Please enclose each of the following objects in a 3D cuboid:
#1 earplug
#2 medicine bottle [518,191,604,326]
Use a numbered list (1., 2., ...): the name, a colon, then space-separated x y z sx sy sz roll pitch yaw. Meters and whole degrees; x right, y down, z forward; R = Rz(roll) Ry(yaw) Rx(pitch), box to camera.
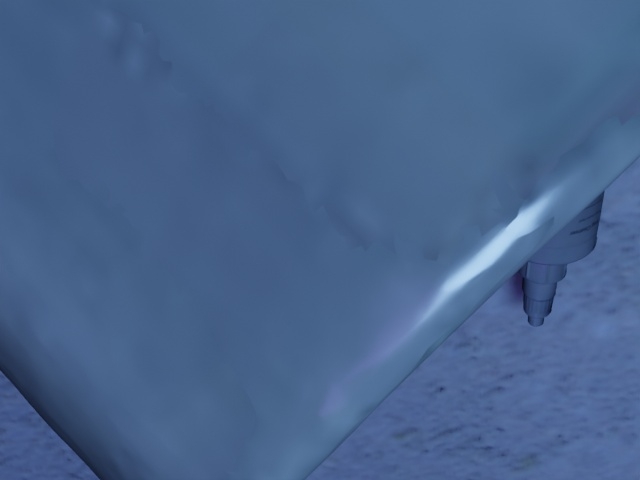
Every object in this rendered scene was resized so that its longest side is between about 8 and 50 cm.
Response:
1. earplug: -0.067 -0.122 0.608 0.394 0.313 0.312 45 127 6
2. medicine bottle: 0.120 -0.031 0.847 0.058 0.057 0.199 4 131 5
